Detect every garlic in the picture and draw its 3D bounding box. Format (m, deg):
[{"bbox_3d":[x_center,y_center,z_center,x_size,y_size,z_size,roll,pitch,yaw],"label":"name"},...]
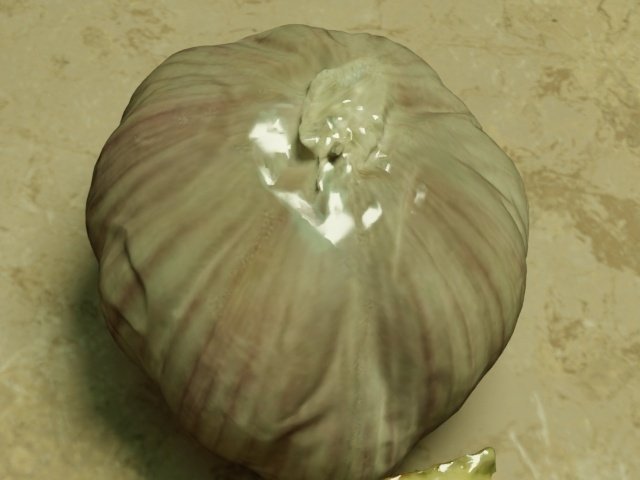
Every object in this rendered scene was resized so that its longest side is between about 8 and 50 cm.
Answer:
[{"bbox_3d":[0.000,0.000,0.767,0.317,0.259,0.317,3,54,-4],"label":"garlic"}]

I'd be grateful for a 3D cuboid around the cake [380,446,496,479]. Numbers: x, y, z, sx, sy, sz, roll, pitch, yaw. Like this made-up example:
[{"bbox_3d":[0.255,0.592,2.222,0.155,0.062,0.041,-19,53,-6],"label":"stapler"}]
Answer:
[{"bbox_3d":[0.033,0.294,0.598,0.227,0.222,0.286,-15,62,-18],"label":"cake"}]
